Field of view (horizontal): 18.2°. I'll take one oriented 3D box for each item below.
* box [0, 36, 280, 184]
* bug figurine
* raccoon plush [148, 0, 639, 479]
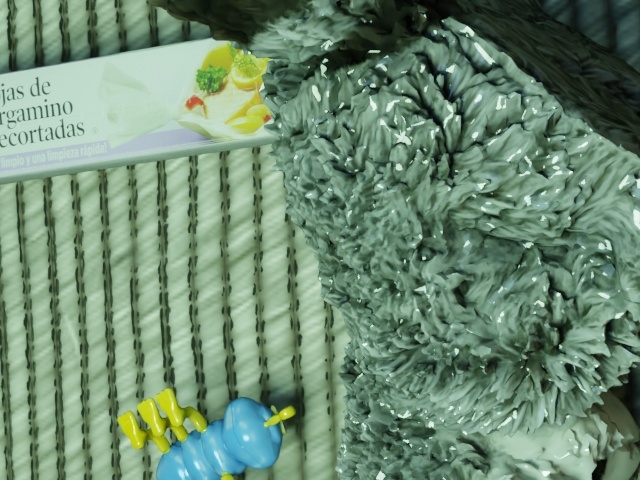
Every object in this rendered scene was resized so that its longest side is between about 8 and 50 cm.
[{"bbox_3d":[-0.081,-0.081,1.166,0.324,0.067,0.063,-7,87,23],"label":"box"},{"bbox_3d":[-0.058,0.227,1.157,0.216,0.072,0.279,-27,85,28],"label":"bug figurine"},{"bbox_3d":[0.000,0.000,1.017,0.446,0.216,0.299,32,109,-7],"label":"raccoon plush"}]
